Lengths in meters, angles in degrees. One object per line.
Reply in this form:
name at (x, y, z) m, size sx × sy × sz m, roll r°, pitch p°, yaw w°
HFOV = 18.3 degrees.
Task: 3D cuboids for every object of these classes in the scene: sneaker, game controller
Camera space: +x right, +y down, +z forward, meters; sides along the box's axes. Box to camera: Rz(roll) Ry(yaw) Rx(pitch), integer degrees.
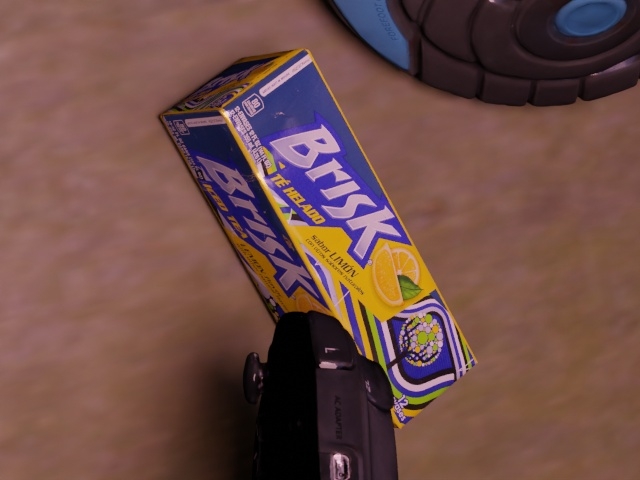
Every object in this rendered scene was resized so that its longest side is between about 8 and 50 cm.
sneaker at (0.147, -0.147, 0.958) m, size 0.341 × 0.125 × 0.139 m, roll 2°, pitch 62°, yaw -28°
game controller at (-0.007, 0.192, 0.772) m, size 0.067 × 0.166 × 0.319 m, roll 7°, pitch 58°, yaw -14°

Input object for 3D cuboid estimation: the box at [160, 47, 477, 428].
box at (0.000, 0.000, 0.886) m, size 0.054 × 0.059 × 0.169 m, roll -39°, pitch 110°, yaw -27°
